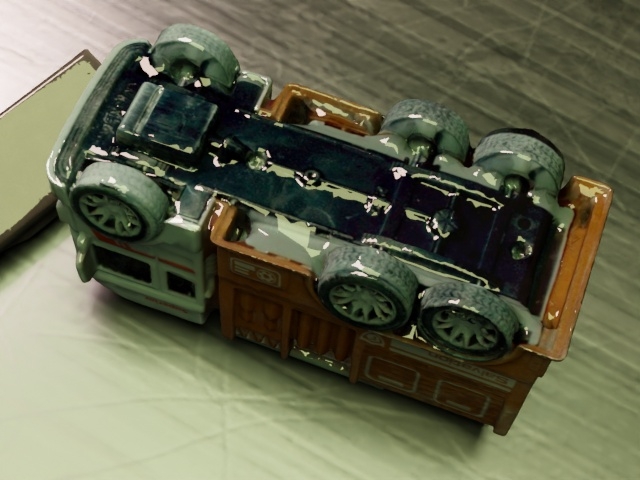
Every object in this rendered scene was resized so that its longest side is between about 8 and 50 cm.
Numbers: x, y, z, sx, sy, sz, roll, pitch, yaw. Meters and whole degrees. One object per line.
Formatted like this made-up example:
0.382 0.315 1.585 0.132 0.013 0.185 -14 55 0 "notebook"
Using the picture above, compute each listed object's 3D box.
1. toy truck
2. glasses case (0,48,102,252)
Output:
0.000 0.000 0.797 0.305 0.162 0.136 19 57 7 "toy truck"
-0.197 -0.039 0.852 0.190 0.042 0.072 -41 84 -20 "glasses case"
